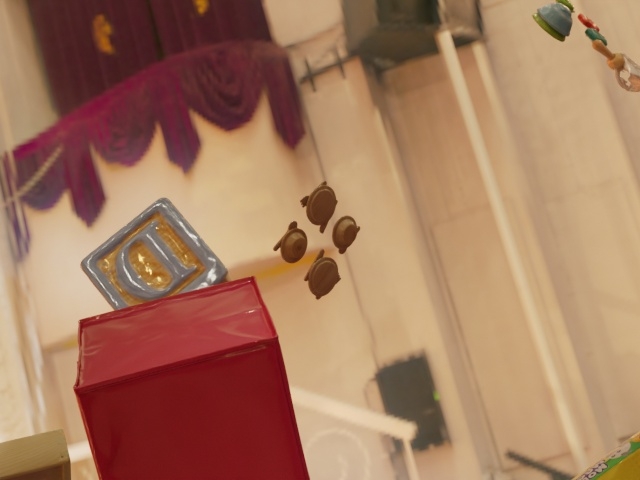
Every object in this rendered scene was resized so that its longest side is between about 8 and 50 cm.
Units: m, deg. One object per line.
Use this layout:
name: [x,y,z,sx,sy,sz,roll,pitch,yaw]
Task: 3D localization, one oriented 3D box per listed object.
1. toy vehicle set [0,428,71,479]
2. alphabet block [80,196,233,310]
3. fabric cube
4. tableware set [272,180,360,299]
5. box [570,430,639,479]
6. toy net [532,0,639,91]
toy vehicle set: [-0.331,0.283,1.208,0.166,0.035,0.267,-11,-34,-19]
alphabet block: [-0.273,0.073,2.129,0.193,0.192,0.197,-37,-17,-7]
fabric cube: [-0.160,0.227,1.568,0.254,0.258,0.259,-13,17,-5]
tableware set: [0.000,0.000,1.889,0.020,0.141,0.169,18,-23,44]
box: [0.243,0.230,0.979,0.179,0.105,0.043,-35,0,-2]
toy net: [0.449,-0.308,1.978,0.045,0.232,0.122,-50,-6,23]
